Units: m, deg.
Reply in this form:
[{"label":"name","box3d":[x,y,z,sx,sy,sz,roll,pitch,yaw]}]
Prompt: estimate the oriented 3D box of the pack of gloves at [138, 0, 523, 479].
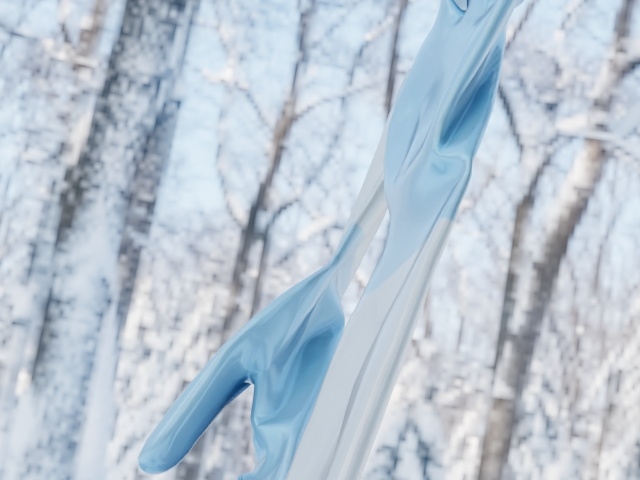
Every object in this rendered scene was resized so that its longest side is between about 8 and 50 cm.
[{"label":"pack of gloves","box3d":[0.000,0.000,0.461,0.046,0.232,0.195,24,-25,-3]}]
